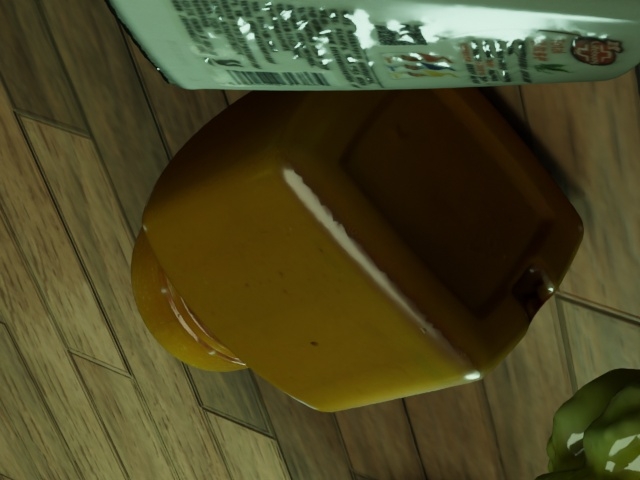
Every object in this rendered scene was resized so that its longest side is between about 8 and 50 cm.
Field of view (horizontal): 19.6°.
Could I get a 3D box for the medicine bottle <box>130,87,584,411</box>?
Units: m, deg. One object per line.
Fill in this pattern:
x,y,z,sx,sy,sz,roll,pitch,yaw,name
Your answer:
0.000,-0.001,0.899,0.149,0.112,0.222,48,149,-14,medicine bottle

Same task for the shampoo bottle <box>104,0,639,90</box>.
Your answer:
0.072,-0.097,0.647,0.284,0.071,0.153,0,167,7,shampoo bottle

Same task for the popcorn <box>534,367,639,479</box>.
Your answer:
0.199,0.168,0.816,0.242,0.235,0.250,-15,86,44,popcorn
